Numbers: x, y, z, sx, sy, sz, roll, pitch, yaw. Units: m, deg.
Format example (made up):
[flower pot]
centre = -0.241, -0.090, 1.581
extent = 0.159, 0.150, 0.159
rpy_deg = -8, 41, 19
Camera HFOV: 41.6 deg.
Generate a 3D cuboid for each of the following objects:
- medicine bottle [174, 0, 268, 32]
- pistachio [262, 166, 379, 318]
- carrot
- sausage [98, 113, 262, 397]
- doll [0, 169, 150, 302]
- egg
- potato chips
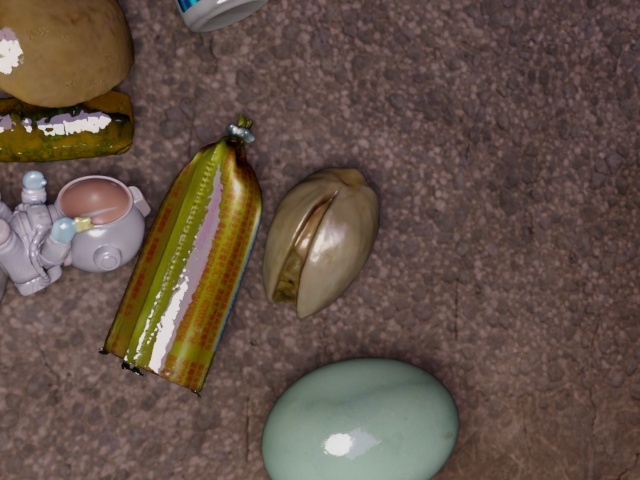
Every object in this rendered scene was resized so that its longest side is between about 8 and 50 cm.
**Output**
[medicine bottle]
centre = -0.138, -0.341, 0.946
extent = 0.107, 0.107, 0.191
rpy_deg = -24, 95, -13
[pistachio]
centre = 0.000, 0.000, 0.975
extent = 0.125, 0.124, 0.184
rpy_deg = 27, 99, -12
[carrot]
centre = -0.292, -0.126, 0.920
extent = 0.173, 0.082, 0.082
rpy_deg = -3, 90, -13
[sausage]
centre = -0.138, 0.004, 0.934
extent = 0.125, 0.117, 0.317
rpy_deg = 28, 78, -53
[doll]
centre = -0.318, 0.009, 0.889
extent = 0.287, 0.151, 0.150
rpy_deg = -18, 93, -19
[egg]
centre = 0.046, 0.216, 0.948
extent = 0.231, 0.168, 0.167
rpy_deg = -12, 92, -16
[potato chips]
centre = -0.273, -0.232, 0.879
extent = 0.208, 0.062, 0.195
rpy_deg = 12, 59, -43
